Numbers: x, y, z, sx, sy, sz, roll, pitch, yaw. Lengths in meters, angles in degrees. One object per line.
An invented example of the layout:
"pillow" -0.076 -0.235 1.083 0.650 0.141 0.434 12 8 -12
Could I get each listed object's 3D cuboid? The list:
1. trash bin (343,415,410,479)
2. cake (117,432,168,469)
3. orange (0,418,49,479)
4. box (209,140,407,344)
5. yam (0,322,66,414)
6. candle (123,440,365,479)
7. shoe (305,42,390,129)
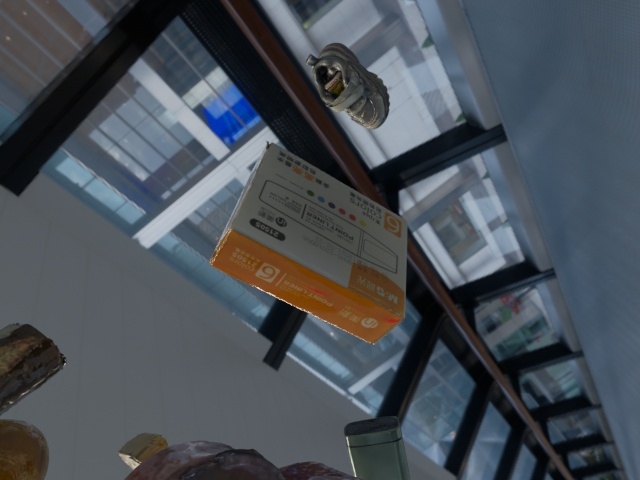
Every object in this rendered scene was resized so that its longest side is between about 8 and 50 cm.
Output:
"trash bin" 0.116 0.438 0.964 0.059 0.116 0.129 -66 -36 -79
"cake" -0.423 0.604 1.247 0.090 0.110 0.225 -53 -54 -44
"orange" -0.795 0.557 1.161 0.236 0.236 0.236 51 -173 -8
"box" 0.000 0.000 0.699 0.274 0.091 0.220 28 -139 -15
"yam" -0.542 0.228 0.736 0.128 0.129 0.238 44 -144 3
"candle" -0.069 0.362 0.476 0.317 0.287 0.131 21 158 -26
"shoe" 0.049 -0.277 0.852 0.180 0.089 0.092 51 -145 -1
